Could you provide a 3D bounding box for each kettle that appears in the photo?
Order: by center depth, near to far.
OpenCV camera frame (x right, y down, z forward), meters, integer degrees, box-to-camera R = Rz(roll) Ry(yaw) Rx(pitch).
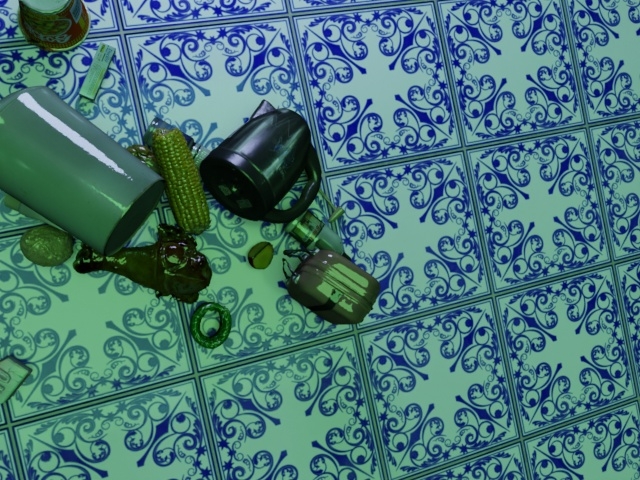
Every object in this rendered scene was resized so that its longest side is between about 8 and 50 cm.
[{"bbox_3d":[-0.127,-0.213,1.774,0.321,0.228,0.324,51,58,-21],"label":"kettle"}]

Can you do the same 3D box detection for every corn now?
[{"bbox_3d":[-0.381,-0.159,1.711,0.115,0.115,0.317,-20,115,-16],"label":"corn"}]

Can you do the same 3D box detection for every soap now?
[{"bbox_3d":[-0.844,0.374,1.625,0.100,0.056,0.149,39,78,-10],"label":"soap"}]

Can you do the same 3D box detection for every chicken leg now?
[{"bbox_3d":[-0.465,0.045,1.702,0.361,0.140,0.211,21,91,-19],"label":"chicken leg"},{"bbox_3d":[-0.533,-0.223,1.723,0.228,0.088,0.103,16,94,-10],"label":"chicken leg"}]

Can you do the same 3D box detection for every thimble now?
[{"bbox_3d":[-0.313,0.237,1.769,0.118,0.090,0.130,38,79,-11],"label":"thimble"}]

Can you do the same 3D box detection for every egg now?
[{"bbox_3d":[-0.717,0.012,1.640,0.140,0.116,0.118,14,57,-51],"label":"egg"}]

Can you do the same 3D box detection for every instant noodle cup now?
[{"bbox_3d":[-0.701,-0.609,1.608,0.193,0.212,0.193,0,89,-16],"label":"instant noodle cup"}]

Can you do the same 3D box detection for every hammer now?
[{"bbox_3d":[-0.007,-0.143,1.908,0.060,0.028,0.195,-40,97,-7],"label":"hammer"}]

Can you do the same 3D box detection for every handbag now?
[{"bbox_3d":[0.005,0.119,1.764,0.283,0.302,0.149,37,78,-7],"label":"handbag"}]

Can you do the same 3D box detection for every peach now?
[{"bbox_3d":[-0.179,0.041,1.833,0.077,0.050,0.083,11,95,-39],"label":"peach"}]

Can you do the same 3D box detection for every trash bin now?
[{"bbox_3d":[-0.634,-0.180,1.550,0.432,0.280,0.280,36,79,-1],"label":"trash bin"}]

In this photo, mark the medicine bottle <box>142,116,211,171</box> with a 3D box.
[{"bbox_3d":[-0.396,-0.263,1.760,0.203,0.083,0.083,31,80,-16],"label":"medicine bottle"}]

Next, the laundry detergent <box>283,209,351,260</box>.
[{"bbox_3d":[0.000,0.000,1.879,0.226,0.070,0.099,41,58,-13],"label":"laundry detergent"}]

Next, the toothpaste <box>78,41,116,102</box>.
[{"bbox_3d":[-0.616,-0.465,1.722,0.046,0.034,0.164,22,83,-15],"label":"toothpaste"}]

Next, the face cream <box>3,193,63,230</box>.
[{"bbox_3d":[-0.715,-0.072,1.649,0.224,0.114,0.070,27,113,-8],"label":"face cream"}]
